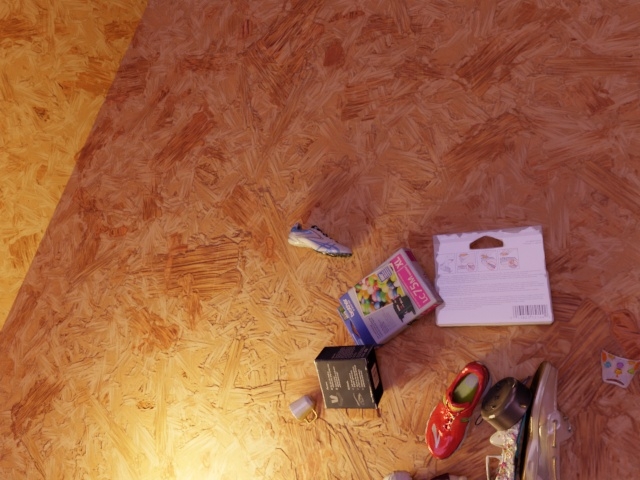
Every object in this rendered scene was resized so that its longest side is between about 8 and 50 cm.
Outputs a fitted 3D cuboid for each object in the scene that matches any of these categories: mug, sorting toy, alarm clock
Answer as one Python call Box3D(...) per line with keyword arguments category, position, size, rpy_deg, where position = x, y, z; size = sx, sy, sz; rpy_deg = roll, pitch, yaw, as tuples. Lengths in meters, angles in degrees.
Box3D(category="mug", position=(-0.047, 0.508, 1.465), size=(0.064, 0.078, 0.062), rpy_deg=(-41, 30, 0))
Box3D(category="sorting toy", position=(0.720, 0.315, 1.167), size=(0.083, 0.045, 0.075), rpy_deg=(13, 100, 28))
Box3D(category="alarm clock", position=(0.448, 0.416, 1.214), size=(0.064, 0.129, 0.192), rpy_deg=(36, 127, 5))

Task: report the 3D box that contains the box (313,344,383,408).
Box3D(category="box", position=(0.082, 0.388, 1.376), size=(0.158, 0.093, 0.156), rpy_deg=(-8, 102, 23))

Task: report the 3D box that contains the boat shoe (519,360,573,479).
Box3D(category="boat shoe", position=(0.553, 0.449, 1.168), size=(0.098, 0.109, 0.302), rpy_deg=(9, 82, 18))

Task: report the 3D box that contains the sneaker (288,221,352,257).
Box3D(category="sneaker", position=(0.000, 0.000, 1.565), size=(0.237, 0.085, 0.086), rpy_deg=(18, 88, 27))

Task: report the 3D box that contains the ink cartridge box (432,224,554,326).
Box3D(category="ink cartridge box", position=(0.465, 0.104, 1.326), size=(0.296, 0.066, 0.261), rpy_deg=(-6, 74, 23))

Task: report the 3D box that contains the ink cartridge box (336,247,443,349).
Box3D(category="ink cartridge box", position=(0.180, 0.187, 1.404), size=(0.311, 0.065, 0.186), rpy_deg=(-43, 61, 26))

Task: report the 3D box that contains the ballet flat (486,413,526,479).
Box3D(category="ballet flat", position=(0.453, 0.529, 1.193), size=(0.077, 0.091, 0.241), rpy_deg=(9, 80, 23))

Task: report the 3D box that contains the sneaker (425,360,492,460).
Box3D(category="sneaker", position=(0.347, 0.437, 1.256), size=(0.107, 0.118, 0.279), rpy_deg=(25, 87, 29))

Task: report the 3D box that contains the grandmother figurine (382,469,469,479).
Box3D(category="grandmother figurine", position=(0.314, 0.687, 1.214), size=(0.342, 0.104, 0.208), rpy_deg=(20, 76, 26))
